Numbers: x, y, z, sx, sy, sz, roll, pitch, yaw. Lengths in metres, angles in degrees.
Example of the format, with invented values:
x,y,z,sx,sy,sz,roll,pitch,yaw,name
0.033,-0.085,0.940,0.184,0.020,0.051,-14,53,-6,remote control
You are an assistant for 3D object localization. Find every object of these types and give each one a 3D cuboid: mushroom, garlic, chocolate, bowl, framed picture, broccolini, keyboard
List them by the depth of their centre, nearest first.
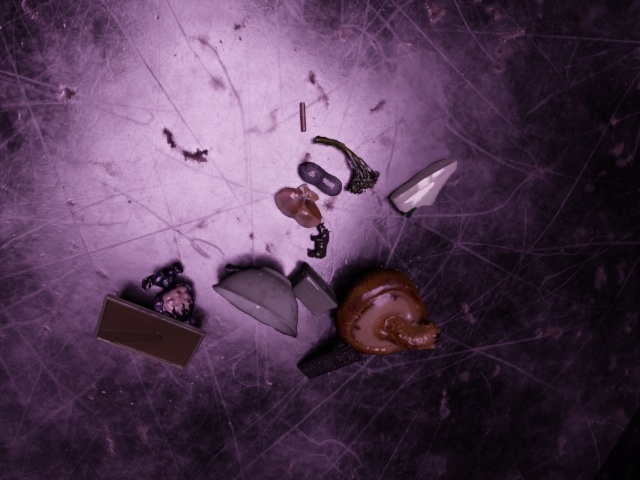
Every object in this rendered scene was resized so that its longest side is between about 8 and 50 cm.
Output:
x,y,z,sx,sy,sz,roll,pitch,yaw,name
-0.178,0.173,1.350,0.314,0.313,0.146,36,68,-14,bowl
-0.557,0.307,1.353,0.325,0.020,0.240,25,127,-12,framed picture
-0.064,-0.113,1.396,0.124,0.099,0.174,-42,105,14,garlic
0.001,-0.207,1.402,0.167,0.072,0.072,32,93,-16,chocolate
0.077,-0.252,1.413,0.272,0.062,0.123,33,77,-20,broccolini
0.227,0.261,1.424,0.346,0.259,0.344,-5,115,-11,mushroom
0.027,0.432,1.479,0.251,0.017,0.087,-30,112,30,keyboard

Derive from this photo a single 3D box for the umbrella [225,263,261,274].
x,y,z,sx,sy,sz,roll,pitch,yaw,name
-0.251,0.104,1.424,0.144,0.040,0.037,5,126,-7,umbrella

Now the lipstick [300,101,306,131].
x,y,z,sx,sy,sz,roll,pitch,yaw,name
-0.057,-0.410,1.382,0.019,0.019,0.094,-5,101,-10,lipstick

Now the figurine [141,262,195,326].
x,y,z,sx,sy,sz,roll,pitch,yaw,name
-0.490,0.199,1.357,0.146,0.145,0.222,-23,97,-6,figurine

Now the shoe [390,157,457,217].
x,y,z,sx,sy,sz,roll,pitch,yaw,name
0.377,-0.182,1.471,0.265,0.095,0.110,-31,110,2,shoe

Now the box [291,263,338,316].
x,y,z,sx,sy,sz,roll,pitch,yaw,name
-0.027,0.179,1.444,0.093,0.124,0.172,-40,103,9,box

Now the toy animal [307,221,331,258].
x,y,z,sx,sy,sz,roll,pitch,yaw,name
0.000,0.000,1.452,0.065,0.047,0.135,8,97,-17,toy animal
